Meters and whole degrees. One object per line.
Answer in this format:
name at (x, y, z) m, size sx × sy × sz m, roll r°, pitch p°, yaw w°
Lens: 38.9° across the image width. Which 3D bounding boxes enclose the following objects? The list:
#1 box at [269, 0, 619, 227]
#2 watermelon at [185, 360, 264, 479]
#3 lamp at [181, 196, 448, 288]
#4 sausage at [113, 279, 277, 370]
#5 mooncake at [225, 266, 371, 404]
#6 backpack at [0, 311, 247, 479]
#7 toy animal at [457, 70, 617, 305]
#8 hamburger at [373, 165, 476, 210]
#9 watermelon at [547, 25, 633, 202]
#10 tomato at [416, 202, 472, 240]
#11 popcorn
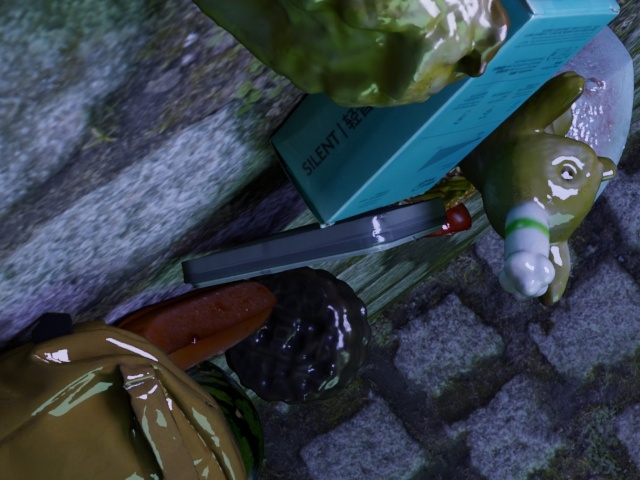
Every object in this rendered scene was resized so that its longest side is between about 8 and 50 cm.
box at (0.116, -0.161, 0.900) m, size 0.205 × 0.118 × 0.311 m, roll -17°, pitch 158°, yaw -48°
watermelon at (-0.229, 0.315, 1.384) m, size 0.285 × 0.285 × 0.285 m, roll -35°, pitch 168°, yaw -8°
lamp at (0.000, 0.000, 1.115) m, size 0.266 × 0.047 × 0.269 m, roll -12°, pitch -178°, yaw 24°
sausage at (-0.176, 0.120, 1.221) m, size 0.102 × 0.102 × 0.330 m, roll -43°, pitch 168°, yaw 30°
mooncake at (-0.041, 0.149, 1.422) m, size 0.228 × 0.228 × 0.124 m, roll -40°, pitch 167°, yaw 17°
backpack at (-0.261, 0.276, 0.991) m, size 0.353 × 0.378 × 0.201 m, roll -29°, pitch -153°, yaw -5°
toy animal at (0.255, -0.084, 1.042) m, size 0.180 × 0.363 × 0.181 m, roll -32°, pitch 137°, yaw 18°
hamburger at (0.140, -0.079, 1.302) m, size 0.210 × 0.116 × 0.173 m, roll -29°, pitch 168°, yaw -16°
watermelon at (0.329, -0.158, 1.373) m, size 0.213 × 0.290 × 0.319 m, roll 16°, pitch 148°, yaw -38°
tomato at (0.191, -0.052, 1.631) m, size 0.139 × 0.091 × 0.159 m, roll -14°, pitch -176°, yaw -39°
popcorn at (0.027, -0.166, 0.493) m, size 0.186 × 0.167 × 0.187 m, roll -65°, pitch -166°, yaw -8°
